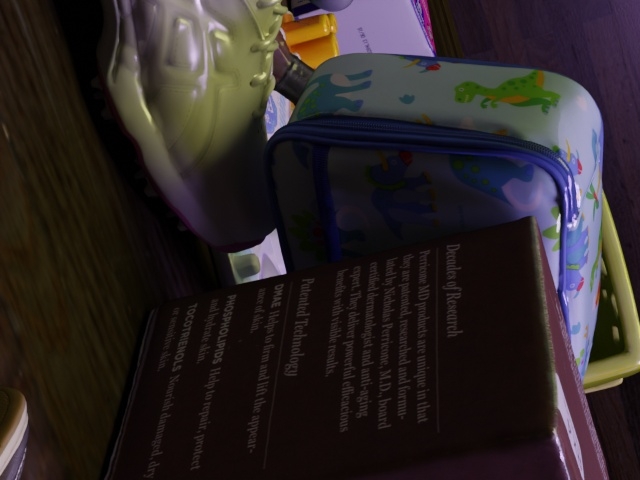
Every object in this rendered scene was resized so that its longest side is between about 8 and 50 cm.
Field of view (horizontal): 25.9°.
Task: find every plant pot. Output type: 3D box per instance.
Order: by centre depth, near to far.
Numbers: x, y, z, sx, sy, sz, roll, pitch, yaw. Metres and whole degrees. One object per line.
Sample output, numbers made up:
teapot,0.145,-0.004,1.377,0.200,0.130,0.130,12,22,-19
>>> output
plant pot,0.210,0.070,1.488,0.207,0.227,0.228,56,22,-72

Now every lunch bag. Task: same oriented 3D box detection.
lunch bag,0.063,0.007,0.766,0.219,0.176,0.090,82,25,-42

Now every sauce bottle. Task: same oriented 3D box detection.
sauce bottle,-0.051,-0.121,0.814,0.128,0.042,0.042,34,24,-11

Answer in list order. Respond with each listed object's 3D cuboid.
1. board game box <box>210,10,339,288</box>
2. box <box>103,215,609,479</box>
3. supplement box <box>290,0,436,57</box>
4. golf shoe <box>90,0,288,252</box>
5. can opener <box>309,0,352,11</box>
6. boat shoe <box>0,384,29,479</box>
board game box,0.000,0.000,1.026,0.390,0.050,0.390,-20,95,-78
box,0.028,0.118,0.660,0.167,0.203,0.168,-84,157,-58
supplement box,0.034,-0.266,1.340,0.111,0.114,0.220,60,18,-48
golf shoe,-0.057,-0.127,0.721,0.115,0.140,0.306,-87,161,-56
can opener,-0.023,-0.221,0.967,0.074,0.093,0.280,25,15,-17
boat shoe,-0.122,0.097,0.383,0.152,0.056,0.049,-60,146,-55
